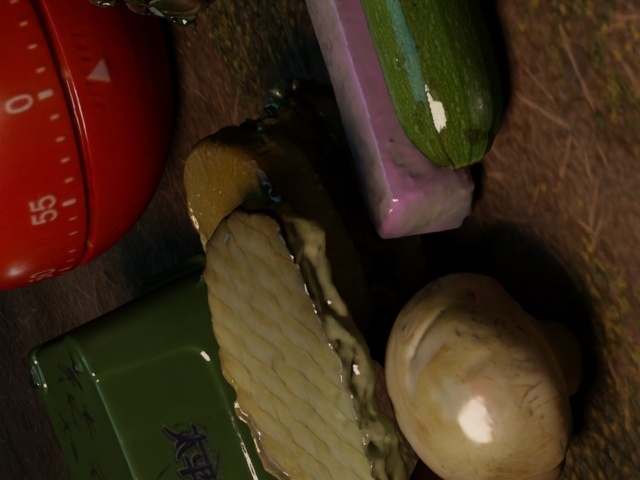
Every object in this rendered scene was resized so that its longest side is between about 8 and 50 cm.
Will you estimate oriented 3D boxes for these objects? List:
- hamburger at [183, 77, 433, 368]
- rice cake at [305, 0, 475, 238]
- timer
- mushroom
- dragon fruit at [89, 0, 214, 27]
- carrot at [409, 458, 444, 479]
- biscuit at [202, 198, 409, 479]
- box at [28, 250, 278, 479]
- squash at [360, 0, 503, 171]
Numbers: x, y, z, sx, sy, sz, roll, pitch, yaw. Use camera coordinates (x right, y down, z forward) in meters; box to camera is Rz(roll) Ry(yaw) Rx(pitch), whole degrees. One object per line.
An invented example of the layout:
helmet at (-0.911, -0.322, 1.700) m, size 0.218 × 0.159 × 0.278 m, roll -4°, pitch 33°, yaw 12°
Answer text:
hamburger at (0.000, 0.000, 1.086) m, size 0.215 × 0.122 × 0.189 m, roll 59°, pitch 154°, yaw 12°
rice cake at (0.017, -0.177, 0.987) m, size 0.056 × 0.073 × 0.365 m, roll -19°, pitch 89°, yaw 68°
timer at (-0.292, -0.147, 1.394) m, size 0.378 × 0.279 × 0.378 m, roll 46°, pitch 148°, yaw 40°
mushroom at (0.100, 0.089, 0.954) m, size 0.148 × 0.112 × 0.148 m, roll 49°, pitch 150°, yaw 42°
dragon fruit at (-0.116, -0.237, 1.101) m, size 0.182 × 0.182 × 0.188 m, roll 134°, pitch 128°, yaw -63°
carrot at (0.087, 0.233, 1.132) m, size 0.102 × 0.102 × 0.263 m, roll 59°, pitch 157°, yaw 24°
biscuit at (-0.013, 0.096, 1.019) m, size 0.187 × 0.036 × 0.273 m, roll 7°, pitch 120°, yaw 58°
box at (-0.129, 0.194, 1.424) m, size 0.253 × 0.178 × 0.328 m, roll -26°, pitch 84°, yaw 67°
squash at (0.055, -0.148, 0.923) m, size 0.077 × 0.068 × 0.219 m, roll -27°, pitch -81°, yaw -82°
